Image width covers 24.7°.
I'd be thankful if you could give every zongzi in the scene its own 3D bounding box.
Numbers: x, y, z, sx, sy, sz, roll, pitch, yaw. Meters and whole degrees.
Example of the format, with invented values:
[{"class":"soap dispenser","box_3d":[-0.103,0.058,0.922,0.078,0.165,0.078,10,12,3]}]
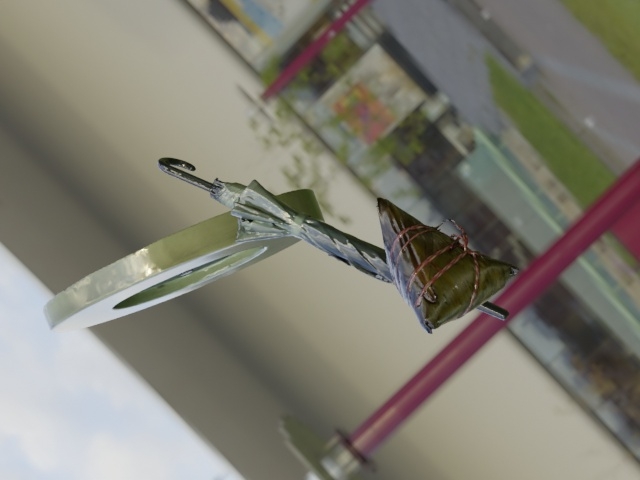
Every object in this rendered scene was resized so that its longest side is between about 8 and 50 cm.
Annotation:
[{"class":"zongzi","box_3d":[0.055,0.008,0.820,0.083,0.067,0.073,11,133,62]}]

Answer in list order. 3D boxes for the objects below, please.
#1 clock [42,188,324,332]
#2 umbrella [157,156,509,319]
[{"class":"clock","box_3d":[-0.109,0.017,1.163,0.235,0.235,0.029,7,-120,-80]},{"class":"umbrella","box_3d":[-0.003,0.001,0.949,0.269,0.044,0.044,25,-161,24]}]
